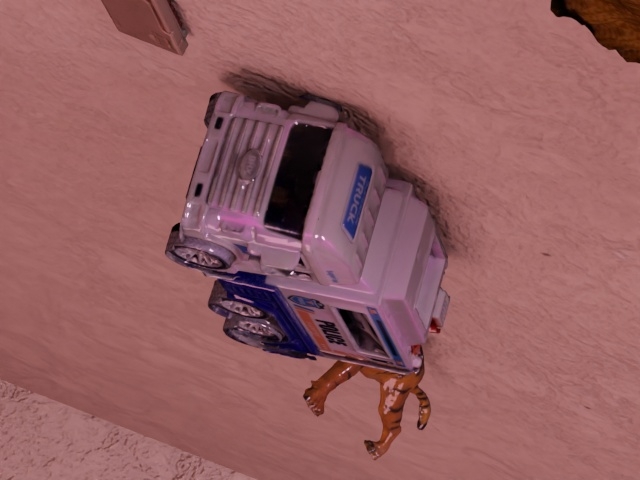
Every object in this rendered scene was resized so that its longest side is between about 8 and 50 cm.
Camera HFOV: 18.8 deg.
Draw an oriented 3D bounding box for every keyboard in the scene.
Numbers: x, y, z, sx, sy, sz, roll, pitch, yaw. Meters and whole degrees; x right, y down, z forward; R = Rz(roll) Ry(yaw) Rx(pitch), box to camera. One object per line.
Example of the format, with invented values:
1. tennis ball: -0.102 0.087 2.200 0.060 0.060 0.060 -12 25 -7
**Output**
1. keyboard: -0.119 -0.162 1.186 0.055 0.017 0.166 23 165 17

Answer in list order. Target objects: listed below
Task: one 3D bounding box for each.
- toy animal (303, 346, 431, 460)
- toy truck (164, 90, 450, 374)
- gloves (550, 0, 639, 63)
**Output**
1. toy animal: 0.056 0.108 1.711 0.116 0.114 0.255 -26 154 9
2. toy truck: 0.000 0.000 1.358 0.155 0.124 0.268 11 163 14
3. gloves: 0.195 -0.121 0.634 0.203 0.155 0.356 41 173 -29
